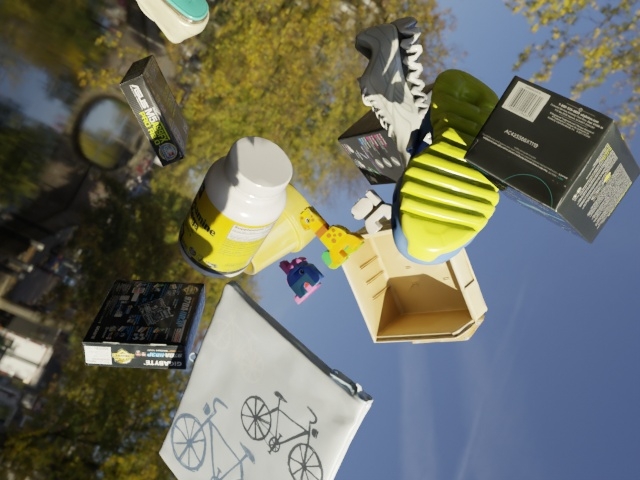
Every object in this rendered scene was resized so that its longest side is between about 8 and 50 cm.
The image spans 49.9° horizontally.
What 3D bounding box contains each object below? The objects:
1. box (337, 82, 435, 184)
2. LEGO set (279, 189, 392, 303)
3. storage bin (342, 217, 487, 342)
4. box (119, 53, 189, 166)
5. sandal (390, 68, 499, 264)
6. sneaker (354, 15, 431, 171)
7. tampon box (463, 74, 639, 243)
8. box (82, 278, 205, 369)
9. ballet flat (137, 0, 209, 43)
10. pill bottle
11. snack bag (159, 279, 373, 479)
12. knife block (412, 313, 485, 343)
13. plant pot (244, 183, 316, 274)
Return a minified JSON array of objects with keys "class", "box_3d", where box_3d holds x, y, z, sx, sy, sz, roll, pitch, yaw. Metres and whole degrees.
[{"class":"box","box_3d":[0.182,-0.226,1.498,0.165,0.143,0.270,-43,-164,-14]},{"class":"LEGO set","box_3d":[0.000,0.000,1.041,0.227,0.093,0.087,-44,173,23]},{"class":"storage bin","box_3d":[0.199,0.079,1.525,0.260,0.262,0.123,-12,-165,47]},{"class":"box","box_3d":[-0.402,-0.327,1.699,0.060,0.216,0.270,-23,-155,3]},{"class":"sandal","box_3d":[0.160,-0.083,0.913,0.138,0.126,0.317,-60,-176,50]},{"class":"sneaker","box_3d":[0.128,-0.243,1.203,0.110,0.118,0.292,108,-26,-79]},{"class":"tampon box","box_3d":[0.251,-0.082,0.738,0.120,0.161,0.101,37,-81,33]},{"class":"box","box_3d":[-0.311,0.146,1.245,0.220,0.175,0.051,-92,-175,-64]},{"class":"ballet flat","box_3d":[-0.264,-0.383,0.969,0.086,0.248,0.086,-38,-165,12]},{"class":"pill bottle","box_3d":[-0.191,-0.073,1.553,0.334,0.187,0.188,-54,-163,46]},{"class":"snack bag","box_3d":[-0.096,0.266,0.979,0.323,0.037,0.343,35,-70,39]},{"class":"knife block","box_3d":[0.267,0.152,1.831,0.088,0.275,0.242,-64,-143,39]},{"class":"plant pot","box_3d":[-0.175,-0.032,2.086,0.239,0.254,0.254,-45,-173,-24]}]
